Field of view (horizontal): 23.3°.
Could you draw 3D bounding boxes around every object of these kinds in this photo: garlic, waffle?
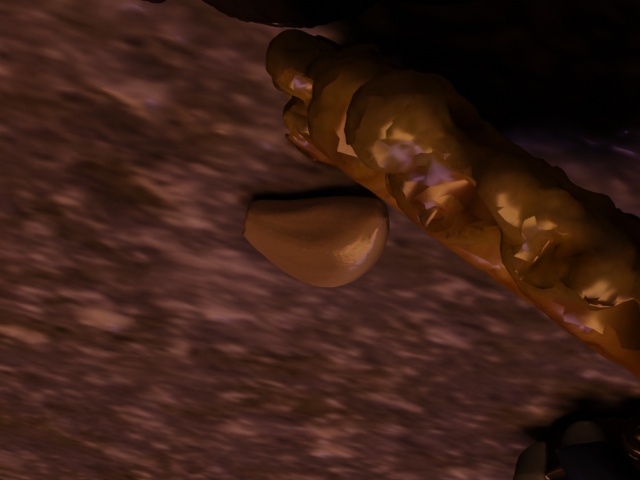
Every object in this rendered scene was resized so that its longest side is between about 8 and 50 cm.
[{"bbox_3d":[0.000,-0.001,0.825,0.083,0.041,0.053,3,146,20],"label":"garlic"},{"bbox_3d":[0.106,0.008,0.620,0.307,0.060,0.312,33,-174,-11],"label":"waffle"}]

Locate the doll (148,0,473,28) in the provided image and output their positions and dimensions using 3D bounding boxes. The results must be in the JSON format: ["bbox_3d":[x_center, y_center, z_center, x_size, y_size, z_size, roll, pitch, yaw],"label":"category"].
[{"bbox_3d":[-0.016,-0.125,0.596,0.165,0.057,0.139,-3,152,25],"label":"doll"}]

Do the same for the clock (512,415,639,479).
[{"bbox_3d":[0.258,0.188,1.010,0.243,0.146,0.199,-10,143,40],"label":"clock"}]
